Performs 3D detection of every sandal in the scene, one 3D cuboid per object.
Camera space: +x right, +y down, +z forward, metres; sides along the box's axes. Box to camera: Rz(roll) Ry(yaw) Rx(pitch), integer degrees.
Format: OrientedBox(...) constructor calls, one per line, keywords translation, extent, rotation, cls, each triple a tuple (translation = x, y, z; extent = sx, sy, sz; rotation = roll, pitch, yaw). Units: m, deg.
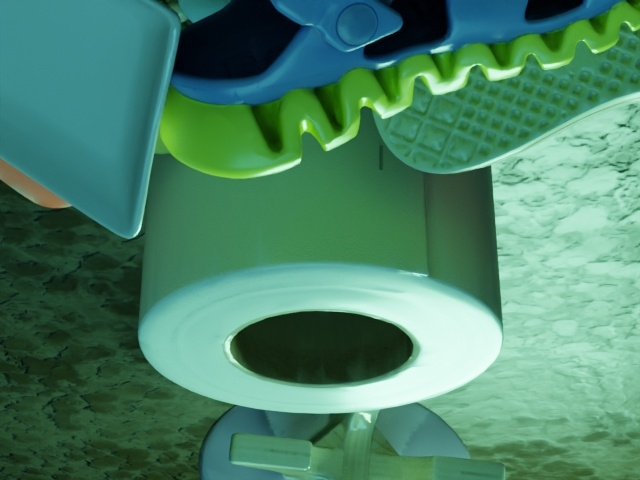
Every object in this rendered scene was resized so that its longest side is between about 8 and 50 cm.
OrientedBox(translation=(0.056, -0.147, 0.685), extent=(0.317, 0.126, 0.138), rotation=(-25, 127, -10), cls="sandal")

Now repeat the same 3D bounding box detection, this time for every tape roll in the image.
OrientedBox(translation=(0.000, 0.000, 0.968), extent=(0.246, 0.169, 0.246), rotation=(0, 152, 0), cls="tape roll")

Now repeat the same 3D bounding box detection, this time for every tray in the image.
OrientedBox(translation=(-0.182, -0.123, 0.719), extent=(0.270, 0.030, 0.145), rotation=(32, 131, 16), cls="tray")

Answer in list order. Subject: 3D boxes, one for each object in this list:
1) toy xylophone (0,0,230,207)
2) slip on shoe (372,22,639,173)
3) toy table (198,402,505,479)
OrientedBox(translation=(-0.151, -0.124, 0.830), extent=(0.323, 0.081, 0.236), rotation=(-19, 146, 31), cls="toy xylophone")
OrientedBox(translation=(0.188, -0.131, 0.812), extent=(0.331, 0.101, 0.123), rotation=(-20, 102, 16), cls="slip on shoe")
OrientedBox(translation=(0.033, 0.212, 1.319), extent=(0.274, 0.252, 0.161), rotation=(-4, 170, -15), cls="toy table")
